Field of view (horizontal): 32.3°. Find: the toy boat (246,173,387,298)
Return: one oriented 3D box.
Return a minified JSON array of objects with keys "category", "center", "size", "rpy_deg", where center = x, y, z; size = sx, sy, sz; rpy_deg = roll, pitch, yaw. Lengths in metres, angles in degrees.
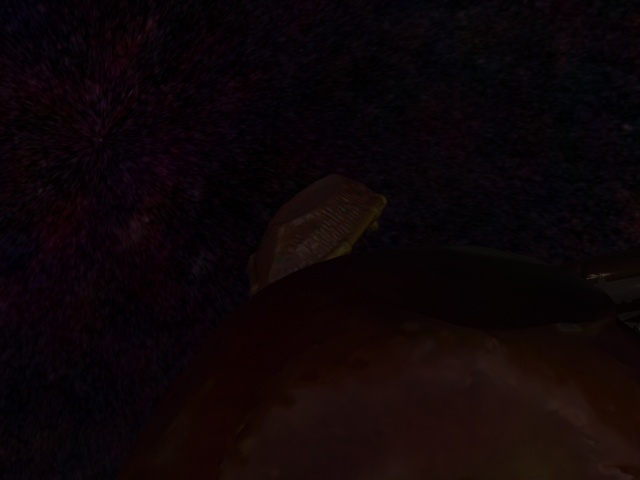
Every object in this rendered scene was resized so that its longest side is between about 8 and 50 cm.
[{"category":"toy boat","center":[-0.001,-0.007,1.278],"size":[0.141,0.318,0.099],"rpy_deg":[-13,104,28]}]

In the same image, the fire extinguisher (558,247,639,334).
[{"category":"fire extinguisher","center":[0.381,0.040,0.974],"size":[0.341,0.141,0.105],"rpy_deg":[-13,125,31]}]

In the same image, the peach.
[{"category":"peach","center":[0.059,0.160,0.556],"size":[0.335,0.406,0.310],"rpy_deg":[7,97,14]}]
